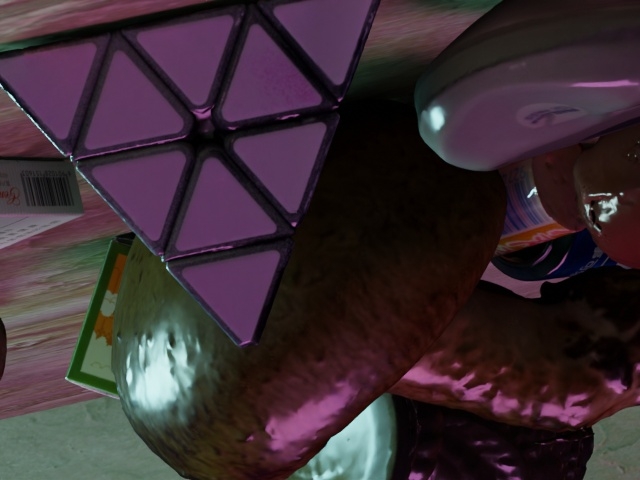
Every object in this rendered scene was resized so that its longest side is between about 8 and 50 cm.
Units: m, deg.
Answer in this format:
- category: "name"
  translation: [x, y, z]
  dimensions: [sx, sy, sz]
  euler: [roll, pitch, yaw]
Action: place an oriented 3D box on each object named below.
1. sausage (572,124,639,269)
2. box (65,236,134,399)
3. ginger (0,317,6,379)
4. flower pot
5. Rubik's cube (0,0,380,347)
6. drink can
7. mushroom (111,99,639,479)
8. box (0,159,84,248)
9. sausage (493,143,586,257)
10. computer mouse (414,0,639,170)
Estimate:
- category: "sausage"
  translation: [0.333, -0.062, 1.541]
  dimensions: [0.280, 0.152, 0.152]
  euler: [-18, 171, 33]
- category: "box"
  translation: [-0.116, 0.092, 1.777]
  dimensions: [0.177, 0.148, 0.195]
  euler: [18, 176, 7]
- category: "ginger"
  translation: [-0.414, 0.108, 1.557]
  dimensions: [0.304, 0.155, 0.244]
  euler: [-13, 171, 11]
- category: "flower pot"
  translation: [0.061, 0.161, 1.635]
  dimensions: [0.266, 0.266, 0.267]
  euler: [-17, 169, 34]
- category: "Rubik's cube"
  translation: [-0.082, -0.026, 1.033]
  dimensions: [0.190, 0.178, 0.211]
  euler: [-5, 169, -28]
- category: "drink can"
  translation: [0.246, -0.024, 1.799]
  dimensions: [0.118, 0.118, 0.205]
  euler: [-19, 171, 43]
- category: "mushroom"
  translation: [0.037, 0.062, 1.353]
  dimensions: [0.334, 0.356, 0.331]
  euler: [-50, -154, -9]
- category: "box"
  translation: [-0.247, -0.021, 1.280]
  dimensions: [0.100, 0.048, 0.152]
  euler: [-22, 170, 34]
- category: "sausage"
  translation: [0.105, -0.015, 1.731]
  dimensions: [0.093, 0.093, 0.312]
  euler: [-5, 169, -45]
- category: "computer mouse"
  translation: [0.191, -0.118, 1.105]
  dimensions: [0.197, 0.095, 0.331]
  euler: [-18, 180, 44]
